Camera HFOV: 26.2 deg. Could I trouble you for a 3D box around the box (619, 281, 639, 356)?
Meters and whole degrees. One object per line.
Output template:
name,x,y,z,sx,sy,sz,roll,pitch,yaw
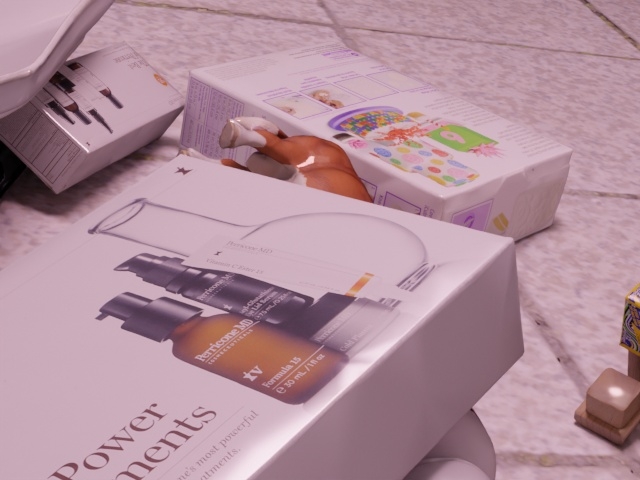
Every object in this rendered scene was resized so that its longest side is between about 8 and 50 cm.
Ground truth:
box,0.312,0.029,1.108,0.054,0.059,0.169,31,55,31

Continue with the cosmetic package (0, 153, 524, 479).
cosmetic package,-0.099,0.092,0.812,0.284,0.097,0.377,14,37,37

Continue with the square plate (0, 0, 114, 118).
square plate,-0.354,-0.138,1.206,0.344,0.049,0.347,-16,22,12

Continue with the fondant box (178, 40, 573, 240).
fondant box,0.054,-0.094,1.409,0.330,0.096,0.238,28,30,31

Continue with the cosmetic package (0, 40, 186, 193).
cosmetic package,-0.220,-0.126,1.329,0.099,0.060,0.239,45,24,0

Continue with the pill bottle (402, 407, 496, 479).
pill bottle,0.043,0.132,0.917,0.121,0.121,0.216,2,27,-19

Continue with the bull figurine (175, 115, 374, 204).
bull figurine,0.000,0.000,1.132,0.188,0.101,0.310,21,21,-32

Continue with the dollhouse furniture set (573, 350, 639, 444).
dollhouse furniture set,0.435,0.142,1.141,0.303,0.173,0.355,29,54,32

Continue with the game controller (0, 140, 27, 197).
game controller,-0.360,-0.071,1.244,0.166,0.067,0.319,0,24,8
